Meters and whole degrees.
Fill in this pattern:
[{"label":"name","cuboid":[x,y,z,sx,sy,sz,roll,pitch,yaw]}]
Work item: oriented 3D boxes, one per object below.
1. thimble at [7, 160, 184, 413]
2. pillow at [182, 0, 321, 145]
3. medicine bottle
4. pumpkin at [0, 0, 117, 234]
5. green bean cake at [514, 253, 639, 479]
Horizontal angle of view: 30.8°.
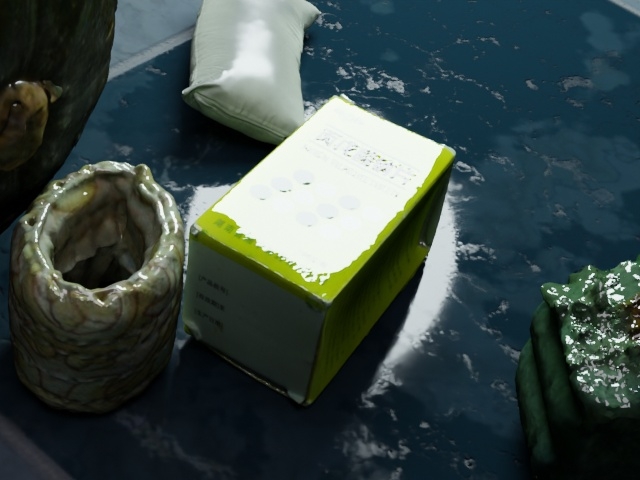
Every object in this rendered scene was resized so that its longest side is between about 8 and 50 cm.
[{"label":"thimble","cuboid":[-0.178,0.033,0.951,0.137,0.143,0.190,13,43,2]},{"label":"pillow","cuboid":[-0.070,-0.206,1.268,0.144,0.078,0.254,14,43,-12]},{"label":"medicine bottle","cuboid":[0.000,0.000,1.028,0.137,0.141,0.250,26,45,18]},{"label":"pumpkin","cuboid":[-0.353,-0.155,0.886,0.344,0.454,0.454,26,46,9]},{"label":"green bean cake","cuboid":[0.327,0.077,0.898,0.300,0.307,0.169,5,43,-9]}]
